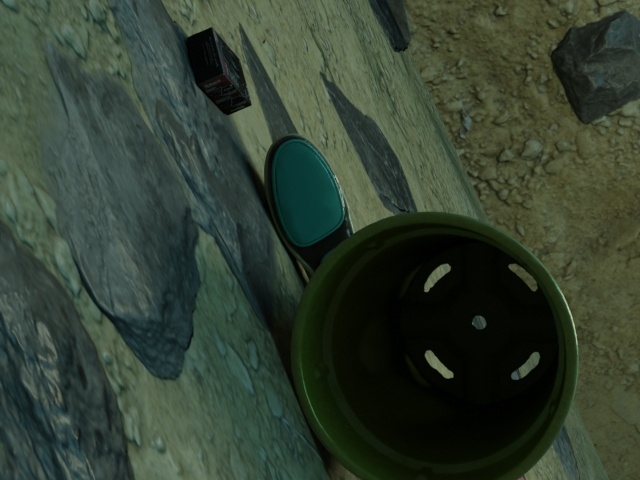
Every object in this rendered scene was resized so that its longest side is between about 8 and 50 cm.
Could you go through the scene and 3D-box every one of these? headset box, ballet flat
[{"bbox_3d":[-0.107,-0.178,1.719,0.083,0.032,0.062,48,23,-60],"label":"headset box"},{"bbox_3d":[0.000,0.000,1.789,0.086,0.086,0.248,-61,128,-74],"label":"ballet flat"}]

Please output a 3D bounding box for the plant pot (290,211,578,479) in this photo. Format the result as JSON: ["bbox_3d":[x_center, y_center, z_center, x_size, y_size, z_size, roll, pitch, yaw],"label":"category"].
[{"bbox_3d":[0.139,0.099,1.654,0.276,0.276,0.254,68,18,2],"label":"plant pot"}]

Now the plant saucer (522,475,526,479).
[{"bbox_3d":[0.249,0.337,2.292,0.278,0.041,0.278,61,14,-25],"label":"plant saucer"}]

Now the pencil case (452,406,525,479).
[{"bbox_3d":[0.167,0.289,1.855,0.284,0.124,0.124,53,19,-53],"label":"pencil case"}]
